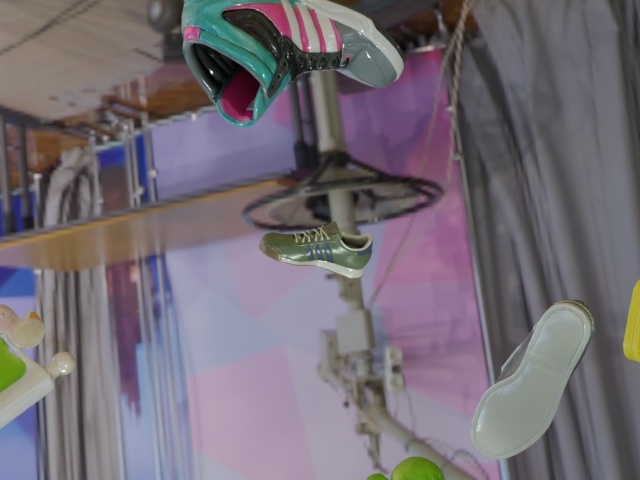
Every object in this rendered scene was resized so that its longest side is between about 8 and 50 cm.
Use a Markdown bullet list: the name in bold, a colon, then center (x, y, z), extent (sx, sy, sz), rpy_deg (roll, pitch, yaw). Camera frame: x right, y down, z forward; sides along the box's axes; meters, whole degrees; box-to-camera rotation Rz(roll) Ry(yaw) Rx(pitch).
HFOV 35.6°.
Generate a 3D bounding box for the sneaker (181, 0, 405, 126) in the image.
- **sneaker**: center (-0.040, -0.204, 1.155), extent (0.296, 0.178, 0.124), rpy_deg (25, 165, -28)

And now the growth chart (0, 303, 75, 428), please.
- **growth chart**: center (-0.295, 0.055, 0.652), extent (0.172, 0.237, 0.021), rpy_deg (-50, 176, -43)

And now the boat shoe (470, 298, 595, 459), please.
- **boat shoe**: center (0.362, 0.233, 1.678), extent (0.116, 0.319, 0.099), rpy_deg (32, -157, 15)

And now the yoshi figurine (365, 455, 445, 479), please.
- **yoshi figurine**: center (0.248, 0.554, 1.931), extent (0.203, 0.362, 0.203), rpy_deg (-51, 173, 17)

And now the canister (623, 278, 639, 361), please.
- **canister**: center (0.537, 0.127, 1.436), extent (0.170, 0.126, 0.073), rpy_deg (9, 177, 44)

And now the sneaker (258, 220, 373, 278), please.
- **sneaker**: center (0.000, 0.000, 1.659), extent (0.192, 0.064, 0.086), rpy_deg (15, 121, -21)
